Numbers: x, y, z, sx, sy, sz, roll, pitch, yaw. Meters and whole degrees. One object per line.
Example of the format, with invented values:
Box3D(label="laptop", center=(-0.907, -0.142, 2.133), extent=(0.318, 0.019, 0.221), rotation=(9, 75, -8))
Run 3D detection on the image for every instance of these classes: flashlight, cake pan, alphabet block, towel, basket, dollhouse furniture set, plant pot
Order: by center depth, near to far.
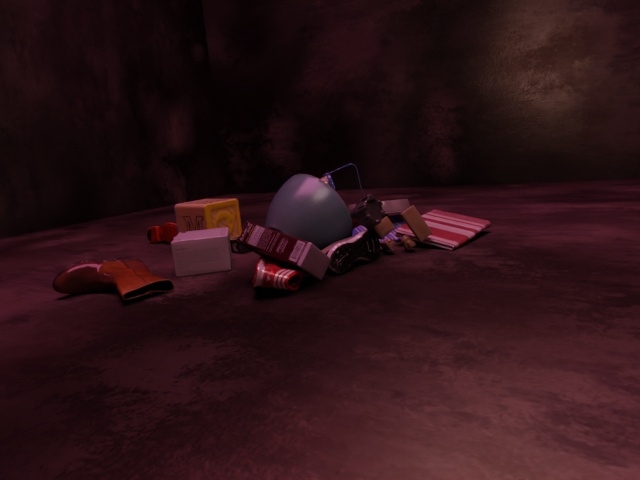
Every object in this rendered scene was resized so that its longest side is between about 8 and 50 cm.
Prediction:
Box3D(label="plant pot", center=(-0.069, -0.041, 1.450), extent=(0.290, 0.290, 0.195), rotation=(7, 40, 45))
Box3D(label="flashlight", center=(0.106, -0.049, 1.503), extent=(0.103, 0.103, 0.304), rotation=(30, -25, -17))
Box3D(label="dollhouse furniture set", center=(0.263, -0.038, 1.525), extent=(0.151, 0.144, 0.123), rotation=(-37, 7, -5))
Box3D(label="towel", center=(0.450, -0.041, 1.636), extent=(0.237, 0.037, 0.329), rotation=(17, 26, 37))
Box3D(label="towel", center=(0.259, -0.052, 1.755), extent=(0.336, 0.040, 0.243), rotation=(-8, 23, -14))
Box3D(label="alphabet block", center=(-0.469, -0.072, 1.879), extent=(0.197, 0.193, 0.192), rotation=(4, 16, 36))
Box3D(label="cake pan", center=(0.245, -0.137, 1.885), extent=(0.293, 0.054, 0.293), rotation=(-5, 3, 0))
Box3D(label="basket", center=(0.082, -0.250, 2.362), extent=(0.289, 0.255, 0.201), rotation=(-16, 9, 5))

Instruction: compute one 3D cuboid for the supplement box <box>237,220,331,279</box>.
Box3D(label="supplement box", center=(-0.104, 0.028, 1.273), extent=(0.239, 0.073, 0.130), rotation=(19, -12, 33))

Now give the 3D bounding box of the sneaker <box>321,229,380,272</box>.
Box3D(label="sneaker", center=(0.092, 0.028, 1.394), extent=(0.108, 0.100, 0.271), rotation=(-2, 10, 45))

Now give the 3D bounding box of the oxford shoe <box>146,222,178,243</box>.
Box3D(label="oxford shoe", center=(-0.680, -0.038, 2.057), extent=(0.271, 0.097, 0.098), rotation=(3, 8, 33))

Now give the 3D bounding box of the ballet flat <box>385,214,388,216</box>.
Box3D(label="ballet flat", center=(0.260, -0.076, 1.969), extent=(0.052, 0.057, 0.168), rotation=(36, 38, 30))

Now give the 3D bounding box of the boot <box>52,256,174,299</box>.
Box3D(label="boot", center=(-0.602, 0.133, 1.290), extent=(0.264, 0.096, 0.280), rotation=(-5, 16, -40))

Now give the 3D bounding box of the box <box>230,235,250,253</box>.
Box3D(label="box", center=(-0.306, 0.016, 1.727), extent=(0.083, 0.052, 0.062), rotation=(6, 18, 41))

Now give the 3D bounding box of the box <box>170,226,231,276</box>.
Box3D(label="box", center=(-0.396, 0.034, 1.512), extent=(0.182, 0.119, 0.181), rotation=(-7, 12, -8))

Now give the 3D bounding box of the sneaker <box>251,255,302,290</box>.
Box3D(label="sneaker", center=(-0.118, 0.103, 1.232), extent=(0.128, 0.087, 0.221), rotation=(14, 7, -5))
